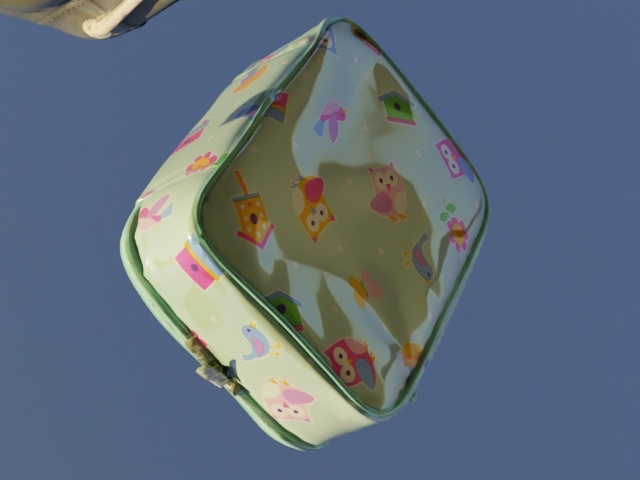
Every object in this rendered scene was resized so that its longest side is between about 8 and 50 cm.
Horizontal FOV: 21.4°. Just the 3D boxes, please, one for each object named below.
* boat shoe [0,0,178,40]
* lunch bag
[{"bbox_3d":[-0.007,-0.154,0.538,0.095,0.335,0.112,32,-127,-38],"label":"boat shoe"},{"bbox_3d":[0.000,0.000,1.165,0.224,0.108,0.279,50,-137,-18],"label":"lunch bag"}]
